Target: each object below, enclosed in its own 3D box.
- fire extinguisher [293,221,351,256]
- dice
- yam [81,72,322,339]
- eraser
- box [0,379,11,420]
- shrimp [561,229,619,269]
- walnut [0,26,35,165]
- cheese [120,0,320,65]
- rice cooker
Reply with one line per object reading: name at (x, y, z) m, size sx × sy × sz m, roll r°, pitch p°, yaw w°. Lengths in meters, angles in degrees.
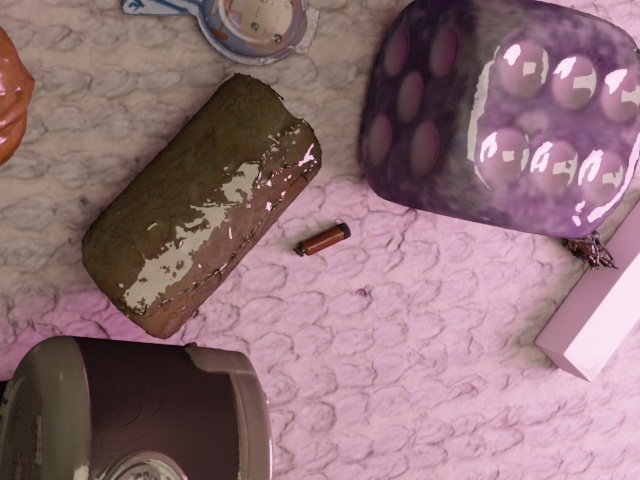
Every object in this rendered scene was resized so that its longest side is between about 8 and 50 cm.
fire extinguisher at (0.000, 0.000, 1.431) m, size 0.083 × 0.022 × 0.028 m, roll -24°, pitch 145°, yaw -18°
dice at (0.228, -0.156, 1.370) m, size 0.270 × 0.271 × 0.270 m, roll 9°, pitch 95°, yaw -25°
yam at (-0.143, -0.040, 1.282) m, size 0.304 × 0.168 × 0.168 m, roll -48°, pitch 114°, yaw -9°
eraser at (0.447, 0.065, 1.616) m, size 0.076 × 0.078 × 0.298 m, roll 42°, pitch 81°, yaw -25°
box at (-0.316, 0.306, 1.313) m, size 0.290 × 0.073 × 0.289 m, roll -1°, pitch 100°, yaw -26°
shrimp at (0.371, -0.024, 1.567) m, size 0.174 × 0.082 × 0.076 m, roll 44°, pitch 85°, yaw -17°
walnut at (-0.406, -0.151, 1.134) m, size 0.213 × 0.213 × 0.213 m, roll -4°, pitch 101°, yaw -24°
cheese at (-0.112, -0.292, 1.314) m, size 0.245 × 0.052 × 0.135 m, roll 17°, pitch 92°, yaw -26°
rice cooker at (-0.196, 0.248, 1.168) m, size 0.277 × 0.288 × 0.288 m, roll 9°, pitch 95°, yaw -27°
